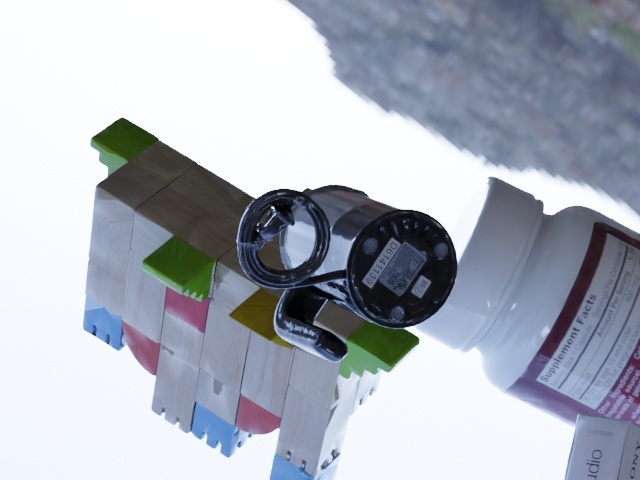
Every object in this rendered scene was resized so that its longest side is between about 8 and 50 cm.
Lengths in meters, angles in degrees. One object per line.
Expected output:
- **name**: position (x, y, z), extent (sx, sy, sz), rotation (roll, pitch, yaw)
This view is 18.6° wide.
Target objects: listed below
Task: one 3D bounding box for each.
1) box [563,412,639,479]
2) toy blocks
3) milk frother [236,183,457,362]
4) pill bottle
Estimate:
- **box**: position (0.292, 0.300, 1.678), extent (0.322, 0.058, 0.232), rotation (28, -108, -48)
- **toy blocks**: position (-0.086, 0.088, 1.877), extent (0.381, 0.261, 0.191), rotation (31, -134, 20)
- **milk frother**: position (0.000, 0.000, 1.382), extent (0.143, 0.129, 0.135), rotation (55, 167, -20)
- **pill bottle**: position (0.314, 0.101, 2.130), extent (0.392, 0.224, 0.224), rotation (27, -147, -3)
